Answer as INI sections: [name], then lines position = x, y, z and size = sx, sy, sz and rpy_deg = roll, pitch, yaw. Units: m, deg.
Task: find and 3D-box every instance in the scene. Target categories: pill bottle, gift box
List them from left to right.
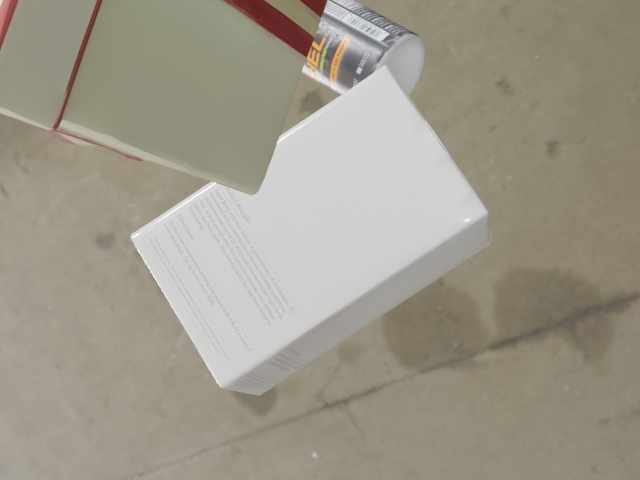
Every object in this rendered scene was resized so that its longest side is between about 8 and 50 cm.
[gift box]
position = -0.145, -0.193, 0.557
size = 0.255, 0.258, 0.276
rpy_deg = 14, 89, 26
[pill bottle]
position = 0.019, -0.287, 1.643
size = 0.246, 0.130, 0.130
rpy_deg = 34, 134, 27

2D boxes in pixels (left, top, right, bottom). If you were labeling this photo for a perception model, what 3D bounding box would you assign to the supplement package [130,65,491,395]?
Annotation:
[supplement package]
position = 0.000, 0.000, 1.124
size = 0.177, 0.293, 0.175
rpy_deg = 58, -178, 13
